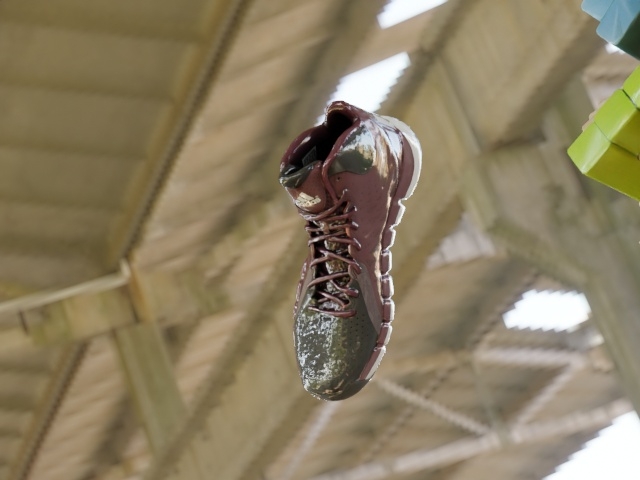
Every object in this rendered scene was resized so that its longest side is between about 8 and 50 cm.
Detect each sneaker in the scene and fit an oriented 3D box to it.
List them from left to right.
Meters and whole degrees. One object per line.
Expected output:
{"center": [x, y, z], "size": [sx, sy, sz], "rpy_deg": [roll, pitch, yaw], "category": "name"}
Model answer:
{"center": [0.000, 0.000, 1.658], "size": [0.106, 0.281, 0.162], "rpy_deg": [4, -13, 31], "category": "sneaker"}

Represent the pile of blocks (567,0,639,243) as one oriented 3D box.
{"center": [0.163, -0.125, 0.889], "size": [0.113, 0.362, 0.149], "rpy_deg": [23, -40, -37], "category": "pile of blocks"}
